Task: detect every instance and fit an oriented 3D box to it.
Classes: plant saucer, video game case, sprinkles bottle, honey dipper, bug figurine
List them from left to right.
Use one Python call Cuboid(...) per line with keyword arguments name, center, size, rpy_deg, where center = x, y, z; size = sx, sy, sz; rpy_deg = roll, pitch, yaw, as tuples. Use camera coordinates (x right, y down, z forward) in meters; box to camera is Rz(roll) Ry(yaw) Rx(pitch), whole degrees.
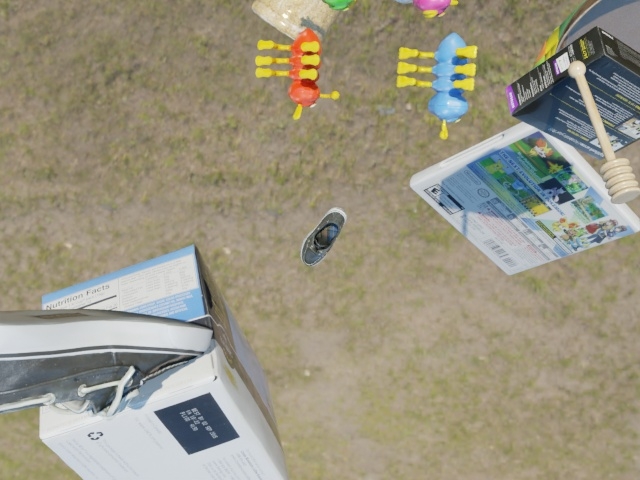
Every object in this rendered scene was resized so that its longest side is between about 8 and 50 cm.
Cuboid(name="sprinkles bottle", center=(0.040, -0.445, 1.125), size=(0.121, 0.121, 0.355), rpy_deg=(27, 104, -25))
Cuboid(name="bug figurine", center=(0.061, -0.228, 0.865), size=(0.278, 0.216, 0.072), rpy_deg=(14, -168, 35))
Cuboid(name="video game case", center=(0.387, -0.072, 1.529), size=(0.329, 0.036, 0.300), rpy_deg=(39, 138, -27))
Cuboid(name="honey dipper", center=(0.280, -0.113, 0.808), size=(0.030, 0.161, 0.030), rpy_deg=(-10, 155, -5))
Cuboid(name="plant saucer", center=(0.505, -0.334, 1.237), size=(0.310, 0.050, 0.311), rpy_deg=(-9, 154, -5))

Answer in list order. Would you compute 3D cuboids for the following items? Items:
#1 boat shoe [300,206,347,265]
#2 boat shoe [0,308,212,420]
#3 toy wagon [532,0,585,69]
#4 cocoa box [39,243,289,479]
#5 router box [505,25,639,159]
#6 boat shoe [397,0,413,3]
Cuboid(name="boat shoe", center=(0.000, 0.000, 1.398), size=(0.049, 0.040, 0.142), rpy_deg=(29, 129, -4))
Cuboid(name="boat shoe", center=(-0.230, 0.126, 0.796), size=(0.113, 0.105, 0.306), rpy_deg=(6, 180, 31))
Cuboid(name="toy wagon", center=(0.534, -0.376, 1.759), size=(0.068, 0.267, 0.344), rpy_deg=(23, 148, -13))
Cuboid(name="cocoa box", center=(-0.206, 0.220, 1.114), size=(0.231, 0.228, 0.347), rpy_deg=(-19, 138, 1))
Cuboid(name="router box", center=(0.329, -0.167, 0.948), size=(0.178, 0.046, 0.133), rpy_deg=(18, 146, -34))
Cuboid(name="boat shoe", center=(0.254, -0.540, 1.628), size=(0.084, 0.258, 0.095), rpy_deg=(-28, 88, 58))
